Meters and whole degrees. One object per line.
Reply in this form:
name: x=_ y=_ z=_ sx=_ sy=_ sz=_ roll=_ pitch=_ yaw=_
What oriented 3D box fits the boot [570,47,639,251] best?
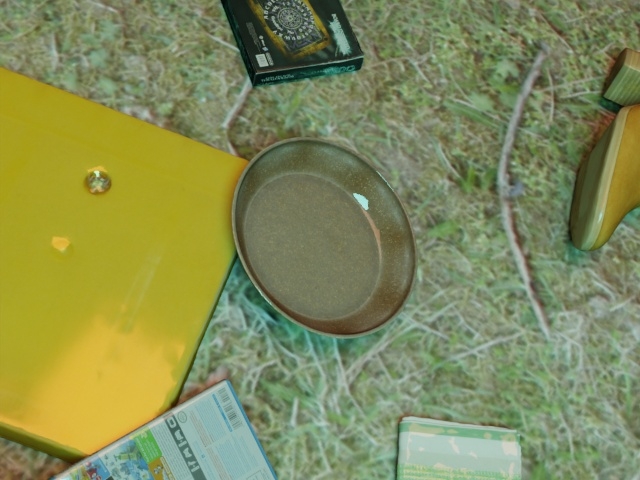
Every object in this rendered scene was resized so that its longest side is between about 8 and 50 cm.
boot: x=0.389 y=-0.073 z=1.070 sx=0.211 sy=0.104 sz=0.295 roll=24 pitch=55 yaw=2

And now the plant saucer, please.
plant saucer: x=0.000 y=0.000 z=0.955 sx=0.199 sy=0.036 sz=0.198 roll=13 pitch=64 yaw=-28

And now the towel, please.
towel: x=0.119 y=0.233 z=0.888 sx=0.113 sy=0.023 sz=0.152 roll=8 pitch=62 yaw=-6

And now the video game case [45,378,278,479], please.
video game case: x=-0.120 y=0.203 z=0.824 sx=0.166 sy=0.015 sz=0.119 roll=-28 pitch=96 yaw=-25

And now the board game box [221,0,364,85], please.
board game box: x=-0.041 y=-0.256 z=1.122 sx=0.126 sy=0.026 sz=0.186 roll=-11 pitch=64 yaw=-19

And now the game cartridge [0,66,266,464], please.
game cartridge: x=-0.230 y=0.020 z=0.915 sx=0.285 sy=0.052 sz=0.323 roll=21 pitch=61 yaw=0
